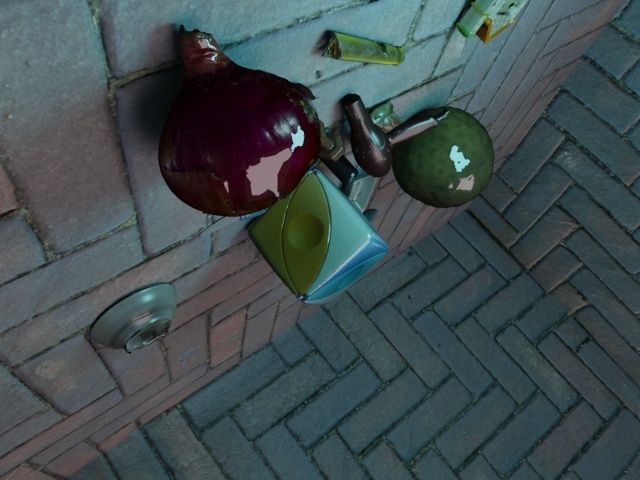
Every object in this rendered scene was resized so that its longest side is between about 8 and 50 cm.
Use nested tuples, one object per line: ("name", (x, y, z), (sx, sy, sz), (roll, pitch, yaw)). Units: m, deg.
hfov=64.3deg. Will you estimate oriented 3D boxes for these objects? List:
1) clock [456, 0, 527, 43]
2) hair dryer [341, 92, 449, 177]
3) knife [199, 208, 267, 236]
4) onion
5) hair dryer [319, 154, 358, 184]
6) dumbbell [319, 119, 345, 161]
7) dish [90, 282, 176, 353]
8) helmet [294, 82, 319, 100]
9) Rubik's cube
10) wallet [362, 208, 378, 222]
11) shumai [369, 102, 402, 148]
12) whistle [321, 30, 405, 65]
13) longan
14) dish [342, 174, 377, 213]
("clock", (0.554, -0.744, 1.566), (0.219, 0.106, 0.255), (-22, 159, -41))
("hair dryer", (0.246, -0.374, 1.598), (0.340, 0.123, 0.313), (-26, 137, 0))
("knife", (-0.275, -0.072, 1.630), (0.244, 0.032, 0.058), (-25, 160, -28))
("onion", (-0.180, -0.245, 1.024), (0.347, 0.347, 0.385), (-34, 127, -18))
("hair dryer", (0.080, -0.247, 1.786), (0.070, 0.128, 0.255), (-43, 173, 6))
("dumbbell", (0.002, -0.302, 1.532), (0.092, 0.082, 0.231), (-45, 161, 12))
("dish", (-0.592, 0.279, 1.694), (0.316, 0.106, 0.316), (-36, 162, -14))
("helmet", (-0.060, -0.369, 1.293), (0.089, 0.057, 0.111), (-8, -158, 47))
("Rubik's cube", (0.000, 0.000, 1.814), (0.347, 0.352, 0.351), (-43, 160, 6))
("wallet", (0.111, -0.023, 2.281), (0.290, 0.054, 0.251), (-36, -174, 37))
("shumai", (0.209, -0.363, 1.745), (0.201, 0.120, 0.201), (-38, 164, -13))
("whistle", (0.118, -0.496, 1.340), (0.326, 0.057, 0.068), (-18, 152, -49))
("longan", (0.468, -0.311, 1.959), (0.391, 0.391, 0.391), (-35, 162, -14))
("dish", (0.132, -0.174, 2.074), (0.154, 0.064, 0.234), (-22, 142, -43))
